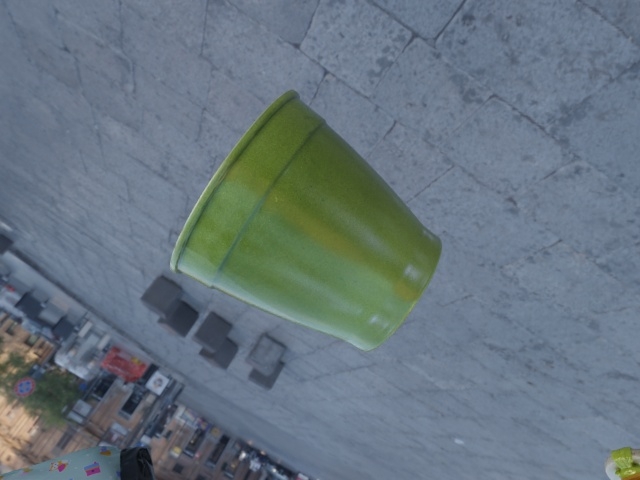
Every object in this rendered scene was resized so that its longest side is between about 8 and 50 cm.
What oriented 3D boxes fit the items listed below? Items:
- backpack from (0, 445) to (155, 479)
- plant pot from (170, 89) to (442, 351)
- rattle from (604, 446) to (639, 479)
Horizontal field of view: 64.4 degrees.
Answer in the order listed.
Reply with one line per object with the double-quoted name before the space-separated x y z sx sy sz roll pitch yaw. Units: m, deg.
"backpack" -0.251 0.280 0.495 0.152 0.182 0.115 -135 40 -57
"plant pot" 0.000 0.000 0.872 0.353 0.366 0.366 34 155 -1
"rattle" 0.694 0.547 1.085 0.130 0.143 0.200 -16 119 8
